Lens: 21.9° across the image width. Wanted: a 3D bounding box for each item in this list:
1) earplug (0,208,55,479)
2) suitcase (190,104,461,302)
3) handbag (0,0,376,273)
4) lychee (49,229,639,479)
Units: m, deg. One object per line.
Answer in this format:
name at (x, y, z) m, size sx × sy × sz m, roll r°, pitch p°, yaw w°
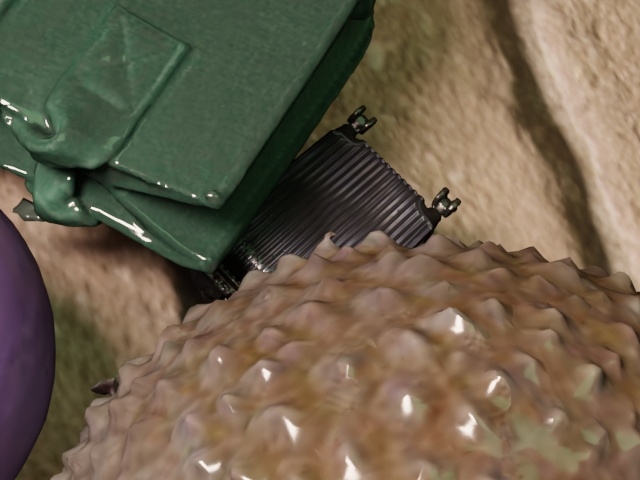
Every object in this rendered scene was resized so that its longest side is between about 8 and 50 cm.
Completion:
earplug at (-0.319, 0.006, 0.603) m, size 0.455 × 0.215 × 0.215 m, roll 18°, pitch 56°, yaw -20°
suitcase at (0.000, 0.000, 0.837) m, size 0.086 × 0.059 × 0.126 m, roll 44°, pitch 53°, yaw 5°
handbag at (-0.141, -0.144, 0.809) m, size 0.326 × 0.089 × 0.238 m, roll 29°, pitch 57°, yaw 5°
lychee at (0.039, 0.134, 0.657) m, size 0.300 × 0.300 × 0.300 m, roll 12°, pitch 58°, yaw -19°
